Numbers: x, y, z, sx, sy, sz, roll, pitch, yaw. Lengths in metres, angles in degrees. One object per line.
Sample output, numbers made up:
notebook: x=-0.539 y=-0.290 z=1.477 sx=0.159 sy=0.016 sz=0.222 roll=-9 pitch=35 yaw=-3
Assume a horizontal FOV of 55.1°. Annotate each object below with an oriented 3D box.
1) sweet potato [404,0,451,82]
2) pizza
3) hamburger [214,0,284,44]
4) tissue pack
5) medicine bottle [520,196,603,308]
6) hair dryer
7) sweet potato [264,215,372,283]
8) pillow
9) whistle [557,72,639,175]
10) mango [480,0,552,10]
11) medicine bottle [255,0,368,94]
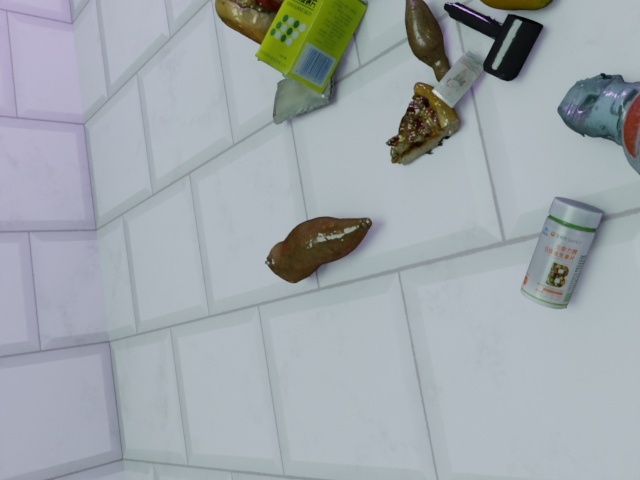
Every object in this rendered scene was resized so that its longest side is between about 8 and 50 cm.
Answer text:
sweet potato: x=0.230 y=-0.407 z=1.294 sx=0.074 sy=0.074 sz=0.269 roll=-28 pitch=81 yaw=45
pizza: x=0.202 y=-0.240 z=1.328 sx=0.154 sy=0.069 sz=0.194 roll=56 pitch=128 yaw=30
hamburger: x=-0.165 y=-0.608 z=1.610 sx=0.244 sy=0.244 sz=0.163 roll=44 pitch=112 yaw=38
tissue pack: x=0.280 y=-0.325 z=1.234 sx=0.056 sy=0.023 sz=0.108 roll=42 pitch=103 yaw=11
medicine bottle: x=0.422 y=0.022 z=1.081 sx=0.086 sy=0.086 sz=0.183 roll=31 pitch=115 yaw=43
hair dryer: x=0.311 y=-0.409 z=1.206 sx=0.248 sy=0.070 sz=0.114 roll=47 pitch=124 yaw=41
sweet potato: x=0.002 y=0.000 z=1.525 sx=0.336 sy=0.131 sz=0.131 roll=-33 pitch=68 yaw=43
pillow: x=-0.047 y=-0.392 z=1.618 sx=0.229 sy=0.051 sz=0.128 roll=-11 pitch=73 yaw=46
whistle: x=0.496 y=-0.188 z=0.940 sx=0.348 sy=0.189 sz=0.189 roll=40 pitch=121 yaw=53
mango: x=0.358 y=-0.484 z=1.133 sx=0.163 sy=0.089 sz=0.111 roll=17 pitch=116 yaw=37
medicine bottle: x=-0.021 y=-0.505 z=1.485 sx=0.137 sy=0.141 sz=0.250 roll=42 pitch=107 yaw=41
